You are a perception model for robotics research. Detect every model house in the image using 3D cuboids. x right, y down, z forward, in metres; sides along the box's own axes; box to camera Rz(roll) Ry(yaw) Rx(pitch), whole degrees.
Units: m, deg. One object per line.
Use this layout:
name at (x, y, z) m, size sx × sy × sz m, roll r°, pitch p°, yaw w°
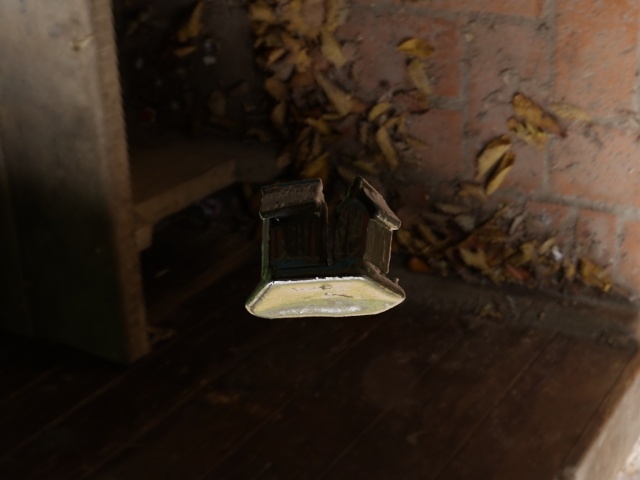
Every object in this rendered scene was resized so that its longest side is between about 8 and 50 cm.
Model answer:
model house at (-0.002, 0.003, 1.400) m, size 0.229 × 0.122 × 0.188 m, roll -6°, pitch 75°, yaw 18°
